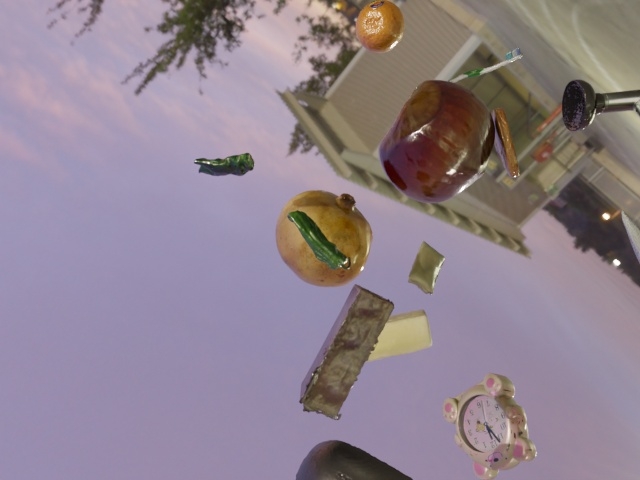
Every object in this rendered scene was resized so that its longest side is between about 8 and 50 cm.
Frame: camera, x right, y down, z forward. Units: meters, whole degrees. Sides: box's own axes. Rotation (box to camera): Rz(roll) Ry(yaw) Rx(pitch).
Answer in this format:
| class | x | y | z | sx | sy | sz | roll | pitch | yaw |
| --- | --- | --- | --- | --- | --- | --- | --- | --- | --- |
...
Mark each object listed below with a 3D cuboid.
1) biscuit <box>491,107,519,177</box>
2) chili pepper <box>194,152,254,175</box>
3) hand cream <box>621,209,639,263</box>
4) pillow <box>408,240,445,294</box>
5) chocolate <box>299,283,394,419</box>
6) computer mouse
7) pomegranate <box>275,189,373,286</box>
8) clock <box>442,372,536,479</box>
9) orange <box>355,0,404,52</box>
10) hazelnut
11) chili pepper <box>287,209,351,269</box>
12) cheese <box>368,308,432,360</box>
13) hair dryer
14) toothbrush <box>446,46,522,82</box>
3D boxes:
| class | x | y | z | sx | sy | sz | roll | pitch | yaw |
| --- | --- | --- | --- | --- | --- | --- | --- | --- | --- |
| biscuit | 0.687 | -0.361 | 2.160 | 0.277 | 0.052 | 0.262 | -22 | -81 | -76 |
| chili pepper | -0.329 | -0.250 | 1.938 | 0.098 | 0.224 | 0.061 | 50 | -140 | -57 |
| hand cream | 0.915 | 0.041 | 1.596 | 0.124 | 0.077 | 0.341 | 53 | -153 | -22 |
| pillow | 0.394 | 0.102 | 2.122 | 0.119 | 0.053 | 0.208 | 40 | -130 | -16 |
| chocolate | 0.053 | 0.263 | 1.383 | 0.111 | 0.321 | 0.112 | 26 | -176 | -11 |
| computer mouse | 0.072 | 0.565 | 1.320 | 0.295 | 0.168 | 0.087 | 12 | 144 | 33 |
| pomegranate | 0.019 | -0.019 | 2.307 | 0.416 | 0.417 | 0.417 | 35 | -159 | -16 |
| clock | 0.600 | 0.660 | 2.032 | 0.114 | 0.284 | 0.310 | 21 | -141 | -39 |
| orange | 0.211 | -0.757 | 2.027 | 0.177 | 0.177 | 0.155 | 46 | -171 | 14 |
| hazelnut | 0.413 | -0.354 | 2.052 | 0.402 | 0.429 | 0.402 | 37 | -174 | -5 |
| chili pepper | -0.003 | 0.002 | 1.774 | 0.257 | 0.074 | 0.100 | 51 | -171 | -5 |
| cheese | 0.224 | 0.311 | 1.866 | 0.242 | 0.265 | 0.124 | -14 | -90 | -82 |
| hair dryer | 0.910 | -0.375 | 1.675 | 0.320 | 0.156 | 0.284 | 0 | -146 | 6 |
| toothbrush | 0.621 | -0.680 | 2.348 | 0.040 | 0.417 | 0.042 | 55 | -143 | -22 |
